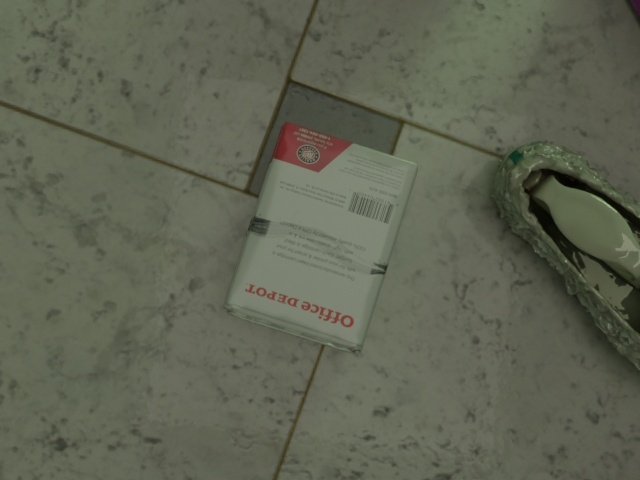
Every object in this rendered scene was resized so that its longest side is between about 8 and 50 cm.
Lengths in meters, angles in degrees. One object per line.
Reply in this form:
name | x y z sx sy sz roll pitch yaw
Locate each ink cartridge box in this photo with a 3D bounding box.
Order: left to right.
ink cartridge box | 0.000 0.000 0.700 0.159 0.092 0.217 18 85 -1

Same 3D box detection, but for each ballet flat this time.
ballet flat | 0.344 0.048 0.660 0.409 0.147 0.147 43 87 10

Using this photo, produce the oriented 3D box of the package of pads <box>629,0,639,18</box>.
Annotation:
package of pads | 0.440 -0.294 0.660 0.101 0.229 0.296 -29 88 -3
